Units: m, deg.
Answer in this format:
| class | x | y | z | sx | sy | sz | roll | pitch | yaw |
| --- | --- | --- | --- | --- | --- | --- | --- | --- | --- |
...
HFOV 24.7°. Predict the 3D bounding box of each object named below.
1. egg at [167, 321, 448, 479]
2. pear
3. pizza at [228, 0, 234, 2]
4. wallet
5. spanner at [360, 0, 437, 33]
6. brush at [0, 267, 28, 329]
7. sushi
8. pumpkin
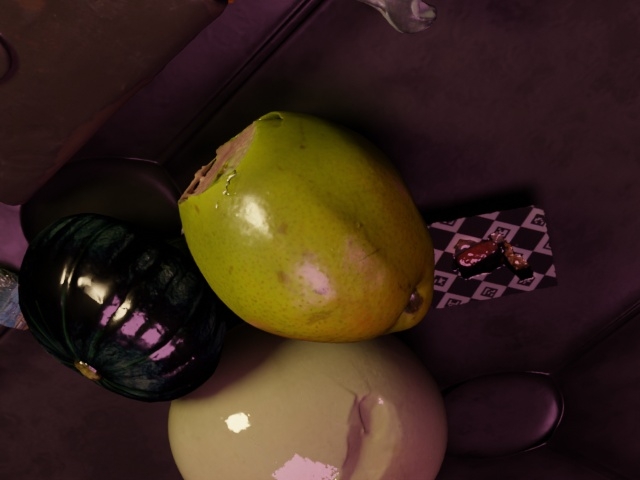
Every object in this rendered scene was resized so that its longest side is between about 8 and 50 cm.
| class | x | y | z | sx | sy | sz | roll | pitch | yaw |
| --- | --- | --- | --- | --- | --- | --- | --- | --- | --- |
| egg | -0.008 | 0.172 | 1.355 | 0.269 | 0.219 | 0.219 | 2 | 136 | -33 |
| pear | 0.000 | 0.000 | 1.203 | 0.219 | 0.187 | 0.187 | 44 | 118 | -10 |
| pizza | -0.065 | -0.220 | 1.090 | 0.131 | 0.041 | 0.178 | -27 | 132 | 19 |
| wallet | -0.221 | -0.132 | 1.117 | 0.165 | 0.042 | 0.309 | 24 | 138 | -33 |
| spanner | -0.043 | -0.215 | 1.059 | 0.302 | 0.017 | 0.071 | 13 | 130 | -19 |
| brush | -0.244 | 0.071 | 1.359 | 0.196 | 0.021 | 0.070 | 20 | 130 | -26 |
| sushi | 0.150 | 0.007 | 1.354 | 0.126 | 0.026 | 0.120 | -11 | 137 | 8 |
| pumpkin | -0.170 | 0.058 | 1.250 | 0.194 | 0.150 | 0.194 | 8 | 168 | 2 |
